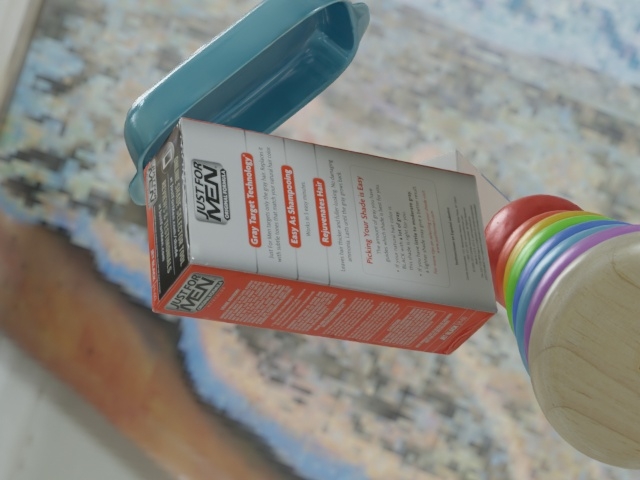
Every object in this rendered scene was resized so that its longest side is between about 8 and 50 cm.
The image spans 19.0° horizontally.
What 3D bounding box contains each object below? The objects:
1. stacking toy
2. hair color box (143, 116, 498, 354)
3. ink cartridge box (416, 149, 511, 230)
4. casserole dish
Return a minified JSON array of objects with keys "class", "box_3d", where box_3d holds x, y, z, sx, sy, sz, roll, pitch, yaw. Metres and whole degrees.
[{"class":"stacking toy","box_3d":[0.175,0.036,1.239,0.141,0.141,0.330,19,8,-8]},{"class":"hair color box","box_3d":[0.000,0.000,0.799,0.141,0.043,0.072,11,55,-25]},{"class":"ink cartridge box","box_3d":[0.069,0.007,1.503,0.092,0.143,0.090,37,42,-46]},{"class":"casserole dish","box_3d":[-0.052,-0.095,1.184,0.037,0.188,0.114,48,-8,18]}]
